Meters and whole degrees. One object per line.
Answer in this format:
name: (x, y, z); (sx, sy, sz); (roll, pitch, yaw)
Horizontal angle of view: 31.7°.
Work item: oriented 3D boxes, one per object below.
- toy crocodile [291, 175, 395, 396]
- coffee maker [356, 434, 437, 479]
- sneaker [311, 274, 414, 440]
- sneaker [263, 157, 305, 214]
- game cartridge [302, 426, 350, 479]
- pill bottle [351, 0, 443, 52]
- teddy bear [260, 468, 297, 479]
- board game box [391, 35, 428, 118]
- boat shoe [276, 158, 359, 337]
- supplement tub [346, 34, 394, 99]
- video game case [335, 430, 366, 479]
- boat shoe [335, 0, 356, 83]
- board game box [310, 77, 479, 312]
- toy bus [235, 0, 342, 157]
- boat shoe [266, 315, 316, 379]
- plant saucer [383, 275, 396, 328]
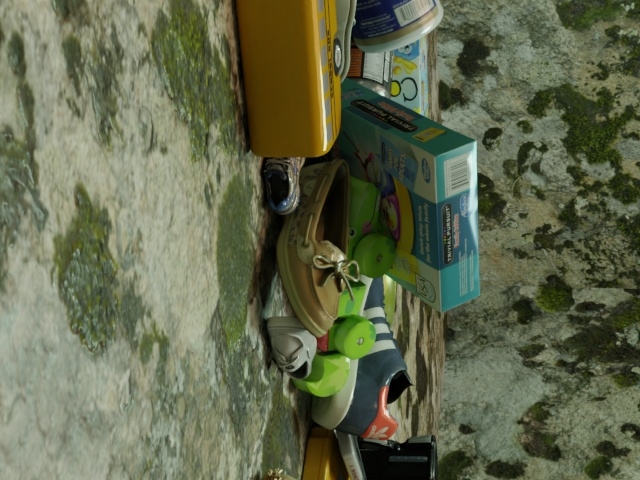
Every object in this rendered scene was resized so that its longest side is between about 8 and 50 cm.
toy crocodile: (0.024, 0.069, 1.680); (0.105, 0.115, 0.341); (-6, 115, -41)
coffee maker: (0.134, 0.453, 2.151); (0.120, 0.178, 0.171); (53, 39, -71)
sneaker: (0.086, 0.183, 1.867); (0.131, 0.148, 0.350); (-52, -161, 46)
sneaker: (-0.050, -0.101, 1.518); (0.058, 0.052, 0.135); (-12, 102, -73)
game cartridge: (0.013, 0.500, 1.875); (0.324, 0.052, 0.285); (76, 18, -55)
pill bottle: (0.080, -0.442, 1.763); (0.153, 0.153, 0.265); (-72, 141, -57)
teddy bear: (-0.057, 0.458, 1.442); (0.245, 0.113, 0.338); (86, 3, -59)
board game box: (0.130, -0.344, 2.165); (0.144, 0.142, 0.275); (-44, 133, -75)
boat shoe: (0.000, 0.000, 1.552); (0.104, 0.089, 0.285); (47, 30, -46)
supplement tub: (0.065, -0.288, 1.911); (0.117, 0.117, 0.190); (65, 29, -65)
video game case: (0.043, 0.326, 1.904); (0.183, 0.023, 0.201); (73, 2, -47)
boat shoe: (0.000, -0.298, 1.564); (0.254, 0.095, 0.079); (98, -1, -59)
board game box: (0.102, -0.078, 1.695); (0.336, 0.079, 0.254); (35, -42, 49)
toy bus: (-0.042, -0.281, 1.402); (0.130, 0.108, 0.333); (-62, 152, -61)
boat shoe: (-0.041, 0.152, 1.570); (0.184, 0.066, 0.063); (88, 5, -70)
plant saucer: (0.135, 0.083, 2.493); (0.241, 0.037, 0.241); (1, 90, -78)
